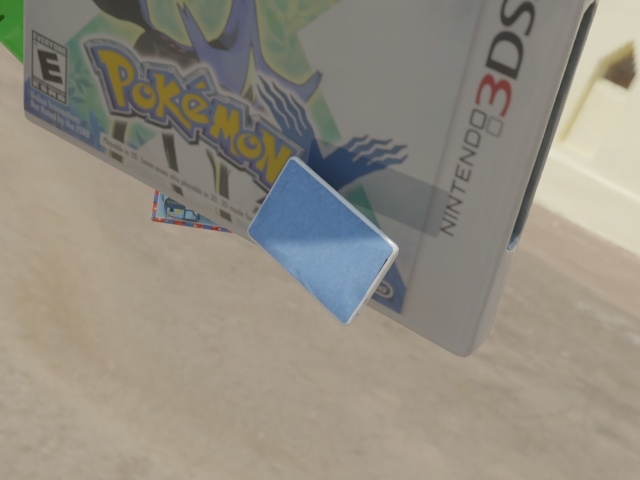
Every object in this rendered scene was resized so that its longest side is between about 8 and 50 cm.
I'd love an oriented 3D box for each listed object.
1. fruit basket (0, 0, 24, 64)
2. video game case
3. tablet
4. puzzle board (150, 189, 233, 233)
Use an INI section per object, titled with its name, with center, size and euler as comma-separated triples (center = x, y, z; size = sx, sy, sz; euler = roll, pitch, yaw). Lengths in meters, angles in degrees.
[fruit basket]
center = -0.176, -0.302, 1.380
size = 0.392, 0.392, 0.283
euler = 22, 11, -22
[video game case]
center = -0.025, -0.124, 0.667
size = 0.329, 0.299, 0.036
euler = 29, 42, 20
[tablet]
center = 0.000, 0.000, 0.668
size = 0.083, 0.054, 0.006
euler = 43, 24, 26
[puzzle board]
center = -0.045, -0.048, 0.850
size = 0.128, 0.096, 0.011
euler = 8, 19, -5
